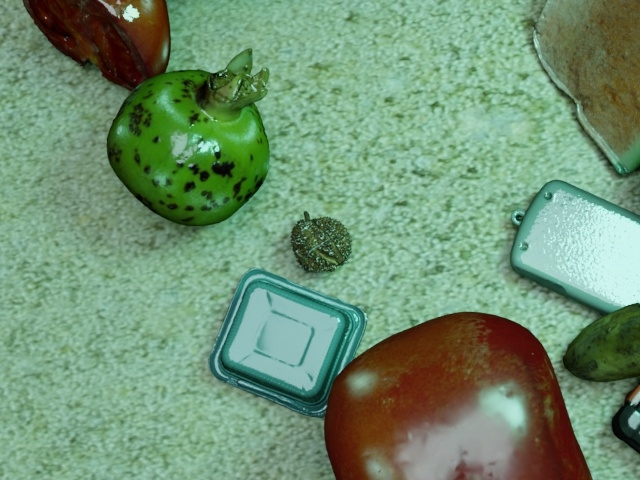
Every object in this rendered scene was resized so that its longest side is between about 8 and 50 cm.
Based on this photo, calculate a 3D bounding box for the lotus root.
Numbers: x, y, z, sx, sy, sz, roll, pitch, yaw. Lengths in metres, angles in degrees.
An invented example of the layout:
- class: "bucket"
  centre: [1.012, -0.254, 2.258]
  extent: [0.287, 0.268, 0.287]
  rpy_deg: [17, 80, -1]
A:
- class: "lotus root"
  centre: [0.377, 0.127, 1.283]
  extent: [0.080, 0.179, 0.089]
  rpy_deg: [50, 45, -10]

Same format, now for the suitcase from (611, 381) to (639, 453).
- class: "suitcase"
  centre: [0.520, 0.183, 1.296]
  extent: [0.206, 0.066, 0.285]
  rpy_deg: [39, 82, 11]

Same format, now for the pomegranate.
- class: "pomegranate"
  centre: [-0.154, -0.136, 1.327]
  extent: [0.211, 0.263, 0.211]
  rpy_deg: [19, 44, -19]

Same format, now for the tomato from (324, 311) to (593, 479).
- class: "tomato"
  centre: [0.159, 0.247, 1.189]
  extent: [0.293, 0.290, 0.325]
  rpy_deg: [-13, 83, -3]

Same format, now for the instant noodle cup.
- class: "instant noodle cup"
  centre: [-0.045, 0.129, 1.343]
  extent: [0.179, 0.070, 0.157]
  rpy_deg: [21, 81, 7]

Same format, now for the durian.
- class: "durian"
  centre: [0.000, 0.000, 1.366]
  extent: [0.080, 0.080, 0.091]
  rpy_deg: [-21, 74, -1]

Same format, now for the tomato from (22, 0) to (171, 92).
- class: "tomato"
  centre: [-0.279, -0.315, 1.396]
  extent: [0.233, 0.200, 0.139]
  rpy_deg: [34, 68, 8]

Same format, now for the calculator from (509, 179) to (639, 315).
- class: "calculator"
  centre: [0.359, 0.018, 1.354]
  extent: [0.246, 0.045, 0.141]
  rpy_deg: [25, 80, 8]

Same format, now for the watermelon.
- class: "watermelon"
  centre: [0.432, -0.307, 1.340]
  extent: [0.319, 0.222, 0.292]
  rpy_deg: [-37, 73, -5]
